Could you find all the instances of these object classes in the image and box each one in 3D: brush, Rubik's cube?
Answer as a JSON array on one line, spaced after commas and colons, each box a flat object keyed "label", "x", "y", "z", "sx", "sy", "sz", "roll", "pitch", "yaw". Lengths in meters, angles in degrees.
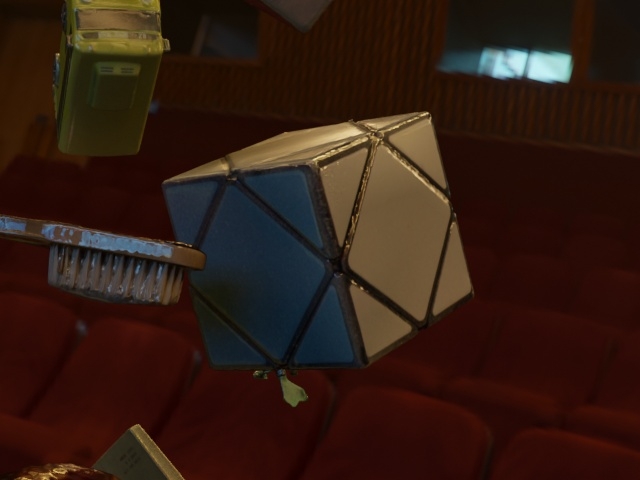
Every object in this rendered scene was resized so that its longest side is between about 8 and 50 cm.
[{"label": "brush", "x": -0.265, "y": 0.009, "z": 1.154, "sx": 0.327, "sy": 0.065, "sz": 0.070, "roll": 11, "pitch": -5, "yaw": 7}, {"label": "Rubik's cube", "x": 0.000, "y": 0.000, "z": 1.270, "sx": 0.205, "sy": 0.205, "sz": 0.207, "roll": -5, "pitch": 14, "yaw": 41}]

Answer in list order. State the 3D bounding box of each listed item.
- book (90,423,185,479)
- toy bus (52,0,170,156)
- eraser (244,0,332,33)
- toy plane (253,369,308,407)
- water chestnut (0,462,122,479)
[{"label": "book", "x": -0.177, "y": 0.370, "z": 1.539, "sx": 0.283, "sy": 0.025, "sz": 0.215, "roll": 52, "pitch": -42, "yaw": 5}, {"label": "toy bus", "x": -0.192, "y": -0.156, "z": 1.156, "sx": 0.088, "sy": 0.101, "sz": 0.175, "roll": 0, "pitch": -29, "yaw": -17}, {"label": "eraser", "x": -0.101, "y": -0.355, "z": 1.493, "sx": 0.352, "sy": 0.111, "sz": 0.077, "roll": 37, "pitch": -1, "yaw": 45}, {"label": "toy plane", "x": -0.070, "y": 0.095, "z": 1.592, "sx": 0.060, "sy": 0.235, "sz": 0.096, "roll": -21, "pitch": -15, "yaw": 14}, {"label": "water chestnut", "x": -0.242, "y": 0.373, "z": 1.091, "sx": 0.335, "sy": 0.347, "sz": 0.335, "roll": 51, "pitch": 4, "yaw": -5}]
